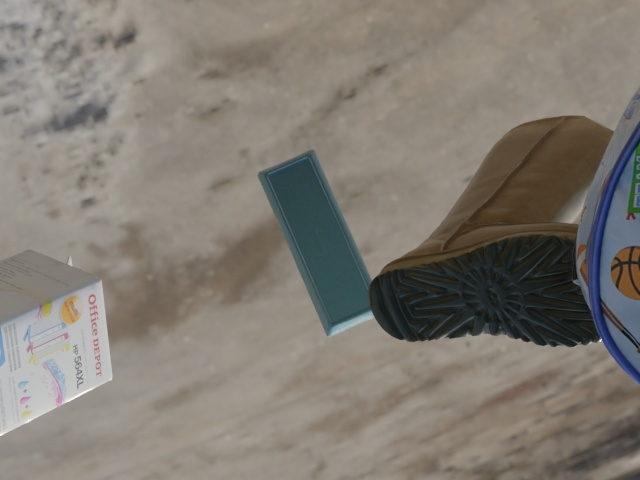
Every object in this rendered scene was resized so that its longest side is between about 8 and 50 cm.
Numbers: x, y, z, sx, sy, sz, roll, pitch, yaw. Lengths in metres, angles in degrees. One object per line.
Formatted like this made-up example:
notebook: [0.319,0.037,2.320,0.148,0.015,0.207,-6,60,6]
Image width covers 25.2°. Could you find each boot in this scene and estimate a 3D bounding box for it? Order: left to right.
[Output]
boot: [0.186,-0.024,1.129,0.236,0.089,0.269,-2,-153,36]

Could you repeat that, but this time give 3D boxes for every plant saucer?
plant saucer: [0.000,0.000,1.491,0.067,0.192,0.018,-23,167,-2]

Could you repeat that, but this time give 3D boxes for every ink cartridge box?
ink cartridge box: [-0.230,0.074,1.088,0.090,0.092,0.143,19,-149,38]

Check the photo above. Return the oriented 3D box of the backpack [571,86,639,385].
backpack: [0.276,0.008,0.785,0.213,0.263,0.276,-8,119,-80]
